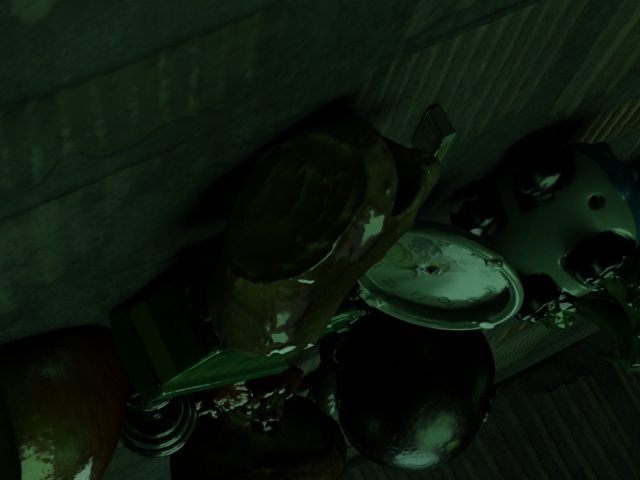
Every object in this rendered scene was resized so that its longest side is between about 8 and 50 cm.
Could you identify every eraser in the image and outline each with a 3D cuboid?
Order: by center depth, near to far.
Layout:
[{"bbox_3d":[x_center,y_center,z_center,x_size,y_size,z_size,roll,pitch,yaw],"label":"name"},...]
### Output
[{"bbox_3d":[0.118,-0.107,1.455,0.019,0.038,0.083,-22,165,-17],"label":"eraser"}]

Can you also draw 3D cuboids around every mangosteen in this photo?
[{"bbox_3d":[0.127,0.215,2.151,0.288,0.288,0.288,-27,165,-8],"label":"mangosteen"}]

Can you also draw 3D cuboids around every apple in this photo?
[{"bbox_3d":[-0.317,0.217,1.572,0.179,0.254,0.346,20,148,-12],"label":"apple"}]

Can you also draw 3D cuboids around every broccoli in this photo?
[{"bbox_3d":[0.536,0.058,2.273,0.413,0.310,0.321,-15,-170,42],"label":"broccoli"}]

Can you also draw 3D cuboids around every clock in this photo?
[{"bbox_3d":[0.144,0.036,1.767,0.236,0.053,0.236,13,151,7],"label":"clock"}]

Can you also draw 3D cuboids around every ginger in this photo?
[{"bbox_3d":[0.000,0.000,1.351,0.275,0.130,0.221,-39,152,5],"label":"ginger"}]

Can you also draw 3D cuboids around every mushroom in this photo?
[{"bbox_3d":[-0.091,0.311,2.211,0.267,0.267,0.255,-2,116,-60],"label":"mushroom"}]

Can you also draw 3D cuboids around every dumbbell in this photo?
[{"bbox_3d":[-0.214,0.192,1.743,0.110,0.110,0.254,-26,158,-12],"label":"dumbbell"}]

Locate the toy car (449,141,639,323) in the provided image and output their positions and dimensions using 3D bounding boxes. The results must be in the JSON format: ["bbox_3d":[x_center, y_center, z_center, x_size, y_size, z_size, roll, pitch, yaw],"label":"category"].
[{"bbox_3d":[0.310,-0.025,1.806,0.190,0.188,0.255,-30,173,-48],"label":"toy car"}]

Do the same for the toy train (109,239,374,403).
[{"bbox_3d":[-0.078,0.080,1.568,0.202,0.120,0.301,-33,165,29],"label":"toy train"}]

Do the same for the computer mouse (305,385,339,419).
[{"bbox_3d":[0.085,0.239,2.453,0.288,0.097,0.159,-20,169,10],"label":"computer mouse"}]

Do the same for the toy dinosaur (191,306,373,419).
[{"bbox_3d":[-0.072,0.170,1.926,0.432,0.097,0.208,-23,178,-10],"label":"toy dinosaur"}]
